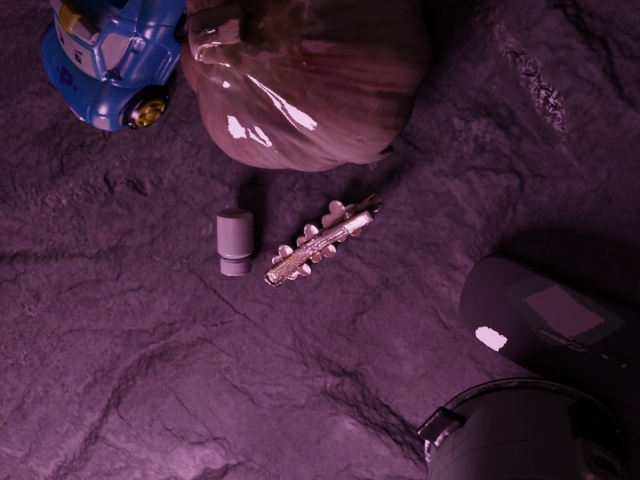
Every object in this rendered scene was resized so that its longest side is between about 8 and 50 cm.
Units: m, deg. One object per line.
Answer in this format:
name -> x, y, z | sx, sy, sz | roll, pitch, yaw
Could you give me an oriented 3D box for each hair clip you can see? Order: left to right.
hair clip -> 0.003, -0.004, 0.970 | 0.214, 0.056, 0.062 | -34, 103, 37

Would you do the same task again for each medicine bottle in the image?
medicine bottle -> -0.121, 0.002, 1.028 | 0.052, 0.052, 0.089 | 8, 106, 25

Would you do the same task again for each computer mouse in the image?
computer mouse -> 0.274, 0.101, 0.851 | 0.232, 0.057, 0.120 | 26, 113, 19

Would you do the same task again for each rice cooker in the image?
rice cooker -> 0.237, 0.290, 0.822 | 0.280, 0.227, 0.241 | 30, 120, -6

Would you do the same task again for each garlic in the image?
garlic -> -0.021, -0.231, 0.836 | 0.321, 0.241, 0.322 | 1, 107, 5

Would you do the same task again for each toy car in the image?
toy car -> -0.283, -0.287, 0.980 | 0.198, 0.166, 0.314 | 49, 119, 12
